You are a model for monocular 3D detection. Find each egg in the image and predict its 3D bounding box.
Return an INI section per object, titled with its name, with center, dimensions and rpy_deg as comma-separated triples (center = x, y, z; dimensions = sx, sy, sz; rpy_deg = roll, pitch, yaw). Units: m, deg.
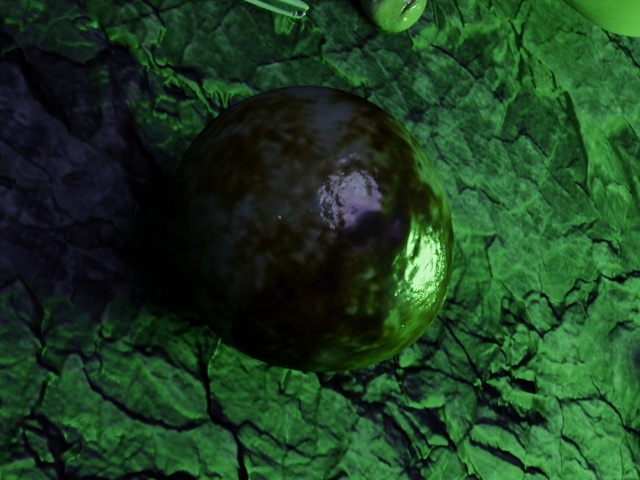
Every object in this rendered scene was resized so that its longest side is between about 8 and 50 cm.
[egg]
center = 0.000, 0.000, 1.275
dimensions = 0.289, 0.238, 0.238
rpy_deg = 44, 47, -40

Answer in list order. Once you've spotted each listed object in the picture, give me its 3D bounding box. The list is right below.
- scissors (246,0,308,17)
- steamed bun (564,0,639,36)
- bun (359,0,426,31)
[scissors]
center = -0.084, -0.252, 1.447
dimensions = 0.176, 0.022, 0.085
rpy_deg = 19, 58, -35
[steamed bun]
center = 0.336, -0.489, 1.764
dimensions = 0.371, 0.290, 0.456
rpy_deg = 35, 62, -26
[bun]
center = 0.081, -0.269, 1.591
dimensions = 0.086, 0.054, 0.086
rpy_deg = 19, 61, -38
